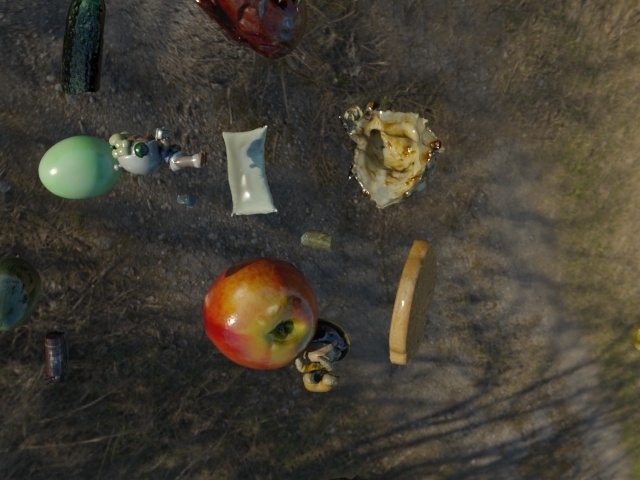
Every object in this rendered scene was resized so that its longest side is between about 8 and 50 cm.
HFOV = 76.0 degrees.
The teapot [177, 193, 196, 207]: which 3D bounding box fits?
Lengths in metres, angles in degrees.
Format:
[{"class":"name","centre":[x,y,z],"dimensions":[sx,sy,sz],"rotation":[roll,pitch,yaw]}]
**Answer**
[{"class":"teapot","centre":[-0.555,-0.169,1.721],"dimensions":[0.064,0.083,0.049],"rotation":[24,75,-48]}]

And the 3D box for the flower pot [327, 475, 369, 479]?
[{"class":"flower pot","centre":[0.033,0.457,0.570],"dimensions":[0.213,0.202,0.212],"rotation":[-13,166,-3]}]

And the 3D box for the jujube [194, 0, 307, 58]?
[{"class":"jujube","centre":[-0.203,-0.728,1.237],"dimensions":[0.377,0.276,0.276],"rotation":[14,112,-44]}]

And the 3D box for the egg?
[{"class":"egg","centre":[-0.862,-0.263,1.483],"dimensions":[0.270,0.220,0.220],"rotation":[-22,127,-22]}]

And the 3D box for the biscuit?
[{"class":"biscuit","centre":[0.239,0.161,1.058],"dimensions":[0.351,0.057,0.311],"rotation":[26,78,-66]}]

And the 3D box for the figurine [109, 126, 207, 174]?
[{"class":"figurine","centre":[-0.344,-0.189,0.865],"dimensions":[0.197,0.147,0.093],"rotation":[-5,104,1]}]

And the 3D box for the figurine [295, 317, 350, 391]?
[{"class":"figurine","centre":[0.004,0.397,1.430],"dimensions":[0.193,0.256,0.167],"rotation":[2,140,13]}]

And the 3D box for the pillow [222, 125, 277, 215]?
[{"class":"pillow","centre":[-0.202,-0.198,1.172],"dimensions":[0.078,0.145,0.253],"rotation":[-7,90,-65]}]

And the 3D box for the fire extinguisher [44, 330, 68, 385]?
[{"class":"fire extinguisher","centre":[-0.730,0.323,1.129],"dimensions":[0.064,0.043,0.158],"rotation":[-24,134,-55]}]

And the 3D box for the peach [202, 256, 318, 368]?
[{"class":"peach","centre":[-0.195,0.225,1.336],"dimensions":[0.389,0.388,0.387],"rotation":[-12,123,-19]}]

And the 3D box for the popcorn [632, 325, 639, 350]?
[{"class":"popcorn","centre":[0.695,0.188,0.784],"dimensions":[0.126,0.145,0.125],"rotation":[-18,106,-13]}]

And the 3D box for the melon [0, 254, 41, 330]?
[{"class":"melon","centre":[-0.655,0.105,0.857],"dimensions":[0.114,0.167,0.114],"rotation":[-3,155,-1]}]

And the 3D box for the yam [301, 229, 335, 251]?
[{"class":"yam","centre":[0.000,0.000,2.153],"dimensions":[0.107,0.183,0.106],"rotation":[-29,126,-48]}]

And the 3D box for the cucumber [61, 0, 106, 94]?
[{"class":"cucumber","centre":[-0.477,-0.391,0.826],"dimensions":[0.075,0.074,0.241],"rotation":[8,143,-29]}]

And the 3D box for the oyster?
[{"class":"oyster","centre":[0.130,-0.205,0.894],"dimensions":[0.198,0.336,0.133],"rotation":[-38,140,8]}]

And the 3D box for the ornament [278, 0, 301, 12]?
[{"class":"ornament","centre":[-0.046,-0.736,1.105],"dimensions":[0.080,0.236,0.202],"rotation":[25,140,2]}]
